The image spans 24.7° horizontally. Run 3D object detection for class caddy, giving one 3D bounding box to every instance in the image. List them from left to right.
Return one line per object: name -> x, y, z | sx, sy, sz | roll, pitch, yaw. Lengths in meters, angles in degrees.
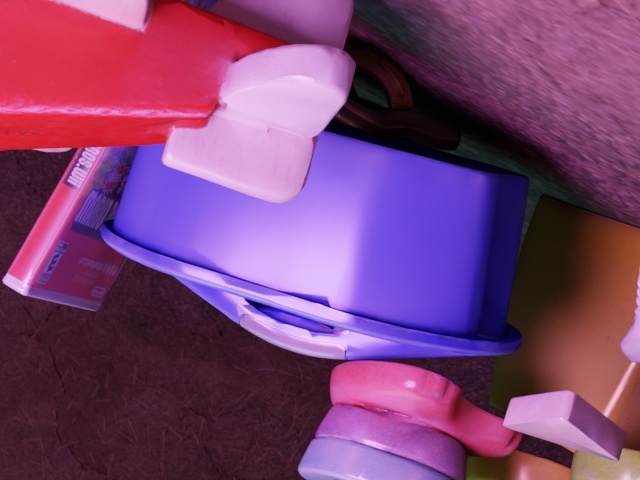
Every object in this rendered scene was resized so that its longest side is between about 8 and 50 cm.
caddy -> 0.000, 0.000, 1.135 | 0.341, 0.179, 0.241 | 17, -174, 19

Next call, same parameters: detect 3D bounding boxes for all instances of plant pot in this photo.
plant pot -> 0.272, 0.108, 1.264 | 0.212, 0.187, 0.212 | 31, 178, -32

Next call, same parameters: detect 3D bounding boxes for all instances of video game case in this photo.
video game case -> -0.147, -0.076, 1.191 | 0.025, 0.285, 0.204 | 29, 178, 9

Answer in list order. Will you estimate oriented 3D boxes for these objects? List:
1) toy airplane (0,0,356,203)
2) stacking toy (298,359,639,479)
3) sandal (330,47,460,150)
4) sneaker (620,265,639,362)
toy airplane -> -0.163, -0.147, 0.843 | 0.386, 0.272, 0.384 | -14, 165, 30
stacking toy -> 0.149, 0.212, 1.127 | 0.309, 0.130, 0.279 | 32, 160, -34
sandal -> 0.038, -0.111, 1.097 | 0.090, 0.060, 0.219 | 22, -171, 40
sneaker -> 0.258, 0.037, 1.077 | 0.061, 0.054, 0.152 | 41, 143, 7
